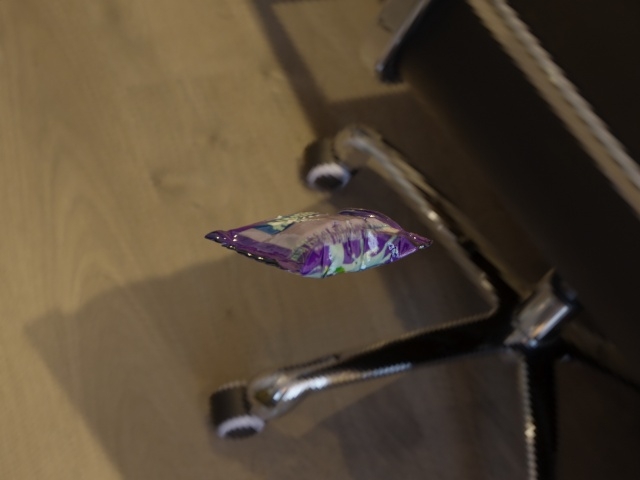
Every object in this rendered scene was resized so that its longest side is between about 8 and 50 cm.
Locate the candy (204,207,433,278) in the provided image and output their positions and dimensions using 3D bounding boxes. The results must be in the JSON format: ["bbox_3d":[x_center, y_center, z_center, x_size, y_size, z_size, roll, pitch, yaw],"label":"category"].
[{"bbox_3d":[0.000,0.000,1.756,0.145,0.070,0.275,18,20,39],"label":"candy"}]
